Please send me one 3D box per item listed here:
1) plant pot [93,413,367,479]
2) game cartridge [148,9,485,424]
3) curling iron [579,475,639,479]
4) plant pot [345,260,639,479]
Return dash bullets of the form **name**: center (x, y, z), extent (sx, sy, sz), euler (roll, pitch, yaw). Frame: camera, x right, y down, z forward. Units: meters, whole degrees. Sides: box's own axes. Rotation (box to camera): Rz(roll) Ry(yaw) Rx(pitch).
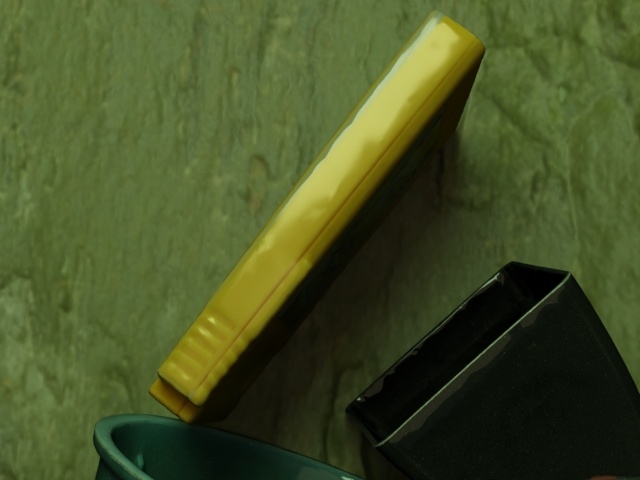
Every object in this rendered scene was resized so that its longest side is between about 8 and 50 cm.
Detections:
- **plant pot**: center (-0.055, 0.342, 1.024), extent (0.341, 0.341, 0.334), euler (20, 92, 5)
- **game cartridge**: center (0.000, 0.000, 1.071), extent (0.053, 0.285, 0.323), euler (36, 86, 5)
- **curling iron**: center (0.197, 0.198, 1.024), extent (0.274, 0.035, 0.068), euler (-1, 103, -16)
- **plant pot**: center (0.151, 0.142, 1.107), extent (0.187, 0.188, 0.167), euler (-41, 96, -4)
